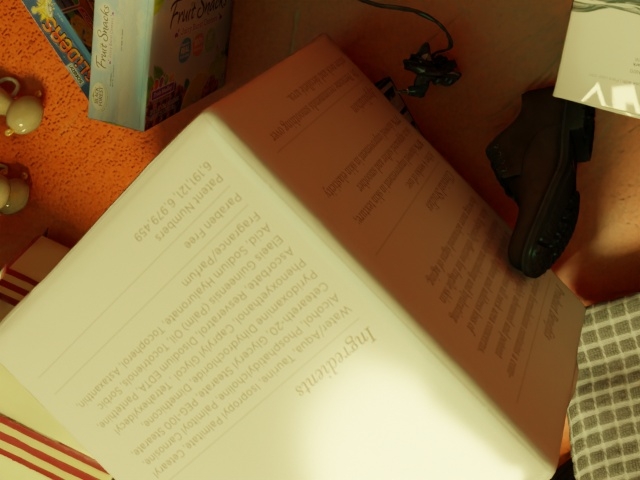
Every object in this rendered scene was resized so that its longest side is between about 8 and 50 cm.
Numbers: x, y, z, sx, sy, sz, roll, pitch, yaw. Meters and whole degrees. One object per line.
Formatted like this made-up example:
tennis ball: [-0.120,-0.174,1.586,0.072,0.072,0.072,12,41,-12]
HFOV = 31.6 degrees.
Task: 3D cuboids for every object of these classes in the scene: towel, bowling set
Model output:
towel: [0.376,0.150,1.091,0.284,0.235,0.121,-20,141,24]
bowling set: [-0.415,-0.043,1.342,0.154,0.287,0.200,25,159,15]

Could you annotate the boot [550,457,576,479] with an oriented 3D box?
boot: [0.351,0.381,1.254,0.377,0.138,0.284,-37,101,17]

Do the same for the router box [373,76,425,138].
router box: [0.000,0.000,1.252,0.309,0.081,0.243,-27,100,25]

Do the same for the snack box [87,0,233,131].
snack box: [-0.156,-0.222,1.148,0.070,0.207,0.174,14,113,12]

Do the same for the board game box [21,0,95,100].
board game box: [-0.260,-0.254,1.210,0.035,0.136,0.201,-30,98,24]

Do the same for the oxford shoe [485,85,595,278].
oxford shoe: [0.206,-0.058,1.104,0.096,0.227,0.082,4,141,21]

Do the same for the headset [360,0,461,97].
headset: [0.027,-0.330,1.113,0.243,0.185,0.394,-28,84,21]

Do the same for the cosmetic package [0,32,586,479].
cosmetic package: [-0.011,0.080,1.056,0.393,0.329,0.327,46,116,-2]

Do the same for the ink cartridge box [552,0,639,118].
ink cartridge box: [0.283,-0.238,1.026,0.093,0.160,0.219,14,113,14]

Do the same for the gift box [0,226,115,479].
gift box: [-0.312,0.146,1.322,0.258,0.255,0.276,25,115,0]
